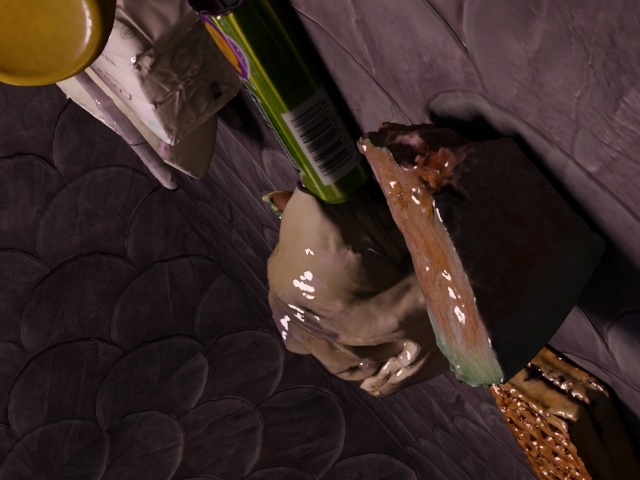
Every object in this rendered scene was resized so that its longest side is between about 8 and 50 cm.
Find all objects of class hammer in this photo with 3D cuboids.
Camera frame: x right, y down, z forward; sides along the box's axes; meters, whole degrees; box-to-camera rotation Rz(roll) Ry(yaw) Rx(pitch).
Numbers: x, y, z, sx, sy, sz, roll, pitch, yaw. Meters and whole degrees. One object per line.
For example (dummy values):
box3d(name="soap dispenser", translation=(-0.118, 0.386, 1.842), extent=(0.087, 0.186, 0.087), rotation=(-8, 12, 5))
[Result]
box3d(name="hammer", translation=(-0.363, -0.242, 1.968), extent=(0.427, 0.044, 0.152), rotation=(51, 172, -25))

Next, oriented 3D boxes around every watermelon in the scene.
box3d(name="watermelon", translation=(0.180, -0.004, 1.326), extent=(0.264, 0.151, 0.302), rotation=(-165, 54, -78))

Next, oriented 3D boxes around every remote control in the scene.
box3d(name="remote control", translation=(-0.231, -0.298, 2.323), extent=(0.245, 0.022, 0.077), rotation=(46, 171, 19))

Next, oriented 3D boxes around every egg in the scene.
box3d(name="egg", translation=(-0.301, -0.273, 2.175), extent=(0.337, 0.201, 0.337), rotation=(32, -174, -4))

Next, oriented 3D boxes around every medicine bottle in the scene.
box3d(name="medicine bottle", translation=(-0.376, -0.400, 1.636), extent=(0.384, 0.224, 0.224), rotation=(-95, -18, -45))

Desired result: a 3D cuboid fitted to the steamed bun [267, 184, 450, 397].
box3d(name="steamed bun", translation=(0.050, 0.092, 1.872), extent=(0.339, 0.247, 0.352), rotation=(44, 164, 24))

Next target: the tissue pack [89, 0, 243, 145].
box3d(name="tissue pack", translation=(-0.305, -0.361, 1.923), extent=(0.356, 0.194, 0.266), rotation=(46, 168, 24))

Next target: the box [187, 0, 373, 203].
box3d(name="box", translation=(-0.052, -0.203, 1.668), extent=(0.134, 0.097, 0.345), rotation=(40, 166, 51))

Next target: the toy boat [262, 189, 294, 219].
box3d(name="toy boat", translation=(0.001, -0.009, 2.140), extent=(0.293, 0.108, 0.099), rotation=(47, 142, 21))

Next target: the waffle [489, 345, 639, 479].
box3d(name="waffle", translation=(0.347, 0.277, 1.691), extent=(0.213, 0.091, 0.308), rotation=(36, 163, 53))
